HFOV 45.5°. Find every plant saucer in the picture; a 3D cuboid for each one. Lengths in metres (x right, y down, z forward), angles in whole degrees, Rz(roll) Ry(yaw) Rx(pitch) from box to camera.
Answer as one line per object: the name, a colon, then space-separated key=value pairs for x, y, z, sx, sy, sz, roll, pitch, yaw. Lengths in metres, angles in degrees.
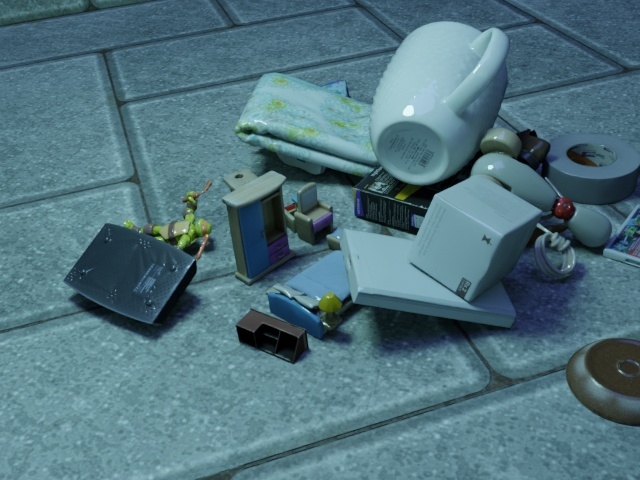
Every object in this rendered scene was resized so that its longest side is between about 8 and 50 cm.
plant saucer: x=0.517 y=0.225 z=1.284 sx=0.198 sy=0.036 sz=0.199 roll=-3 pitch=35 yaw=2

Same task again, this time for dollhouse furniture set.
dollhouse furniture set: x=-0.105 y=-0.095 z=1.731 sx=0.183 sy=0.129 sz=0.129 roll=-23 pitch=39 yaw=-22
dollhouse furniture set: x=0.000 y=0.000 z=1.525 sx=0.303 sy=0.198 sz=0.286 roll=27 pitch=46 yaw=37

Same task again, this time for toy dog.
toy dog: x=0.427 y=-0.078 z=1.607 sx=0.220 sy=0.161 sz=0.334 roll=-39 pitch=89 yaw=-20

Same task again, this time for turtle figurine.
turtle figurine: x=-0.327 y=-0.022 z=1.692 sx=0.217 sy=0.087 sz=0.270 roll=-8 pitch=45 yaw=10

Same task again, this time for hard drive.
hard drive: x=0.198 y=0.069 z=1.453 sx=0.307 sy=0.040 sz=0.203 roll=10 pitch=33 yaw=-13
hard drive: x=-0.380 y=0.071 z=1.545 sx=0.254 sy=0.054 sz=0.172 roll=19 pitch=66 yaw=28

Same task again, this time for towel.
towel: x=-0.007 y=-0.301 z=1.948 sx=0.374 sy=0.090 sz=0.321 roll=16 pitch=31 yaw=-2

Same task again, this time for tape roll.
tape roll: x=0.635 y=-0.172 z=1.802 sx=0.219 sy=0.072 sz=0.219 roll=-3 pitch=34 yaw=2

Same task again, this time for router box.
router box: x=0.257 y=-0.131 z=1.781 sx=0.242 sy=0.081 sz=0.309 roll=19 pitch=41 yaw=29

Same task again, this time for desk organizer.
desk organizer: x=-0.090 y=0.176 z=1.416 sx=0.130 sy=0.047 sz=0.050 roll=18 pitch=43 yaw=29

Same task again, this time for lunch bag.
lunch bag: x=0.010 y=-0.380 z=2.164 sx=0.151 sy=0.096 sz=0.129 roll=-14 pitch=36 yaw=13

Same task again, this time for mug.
mug: x=0.271 y=-0.308 z=1.656 sx=0.276 sy=0.374 sz=0.328 roll=37 pitch=47 yaw=-9

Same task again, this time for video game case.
video game case: x=0.713 y=0.004 z=1.586 sx=0.183 sy=0.023 sz=0.201 roll=22 pitch=44 yaw=32

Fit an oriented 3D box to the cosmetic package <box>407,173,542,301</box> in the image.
cosmetic package: x=0.290 y=-0.009 z=1.435 sx=0.151 sy=0.151 sz=0.183 roll=35 pitch=34 yaw=24

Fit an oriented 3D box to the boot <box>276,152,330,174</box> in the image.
boot: x=-0.032 y=-0.223 z=1.973 sx=0.086 sy=0.069 sz=0.190 roll=-18 pitch=39 yaw=-39

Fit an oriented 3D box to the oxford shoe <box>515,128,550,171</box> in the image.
oxford shoe: x=0.480 y=-0.225 z=1.849 sx=0.096 sy=0.083 sz=0.227 roll=-45 pitch=26 yaw=-3
